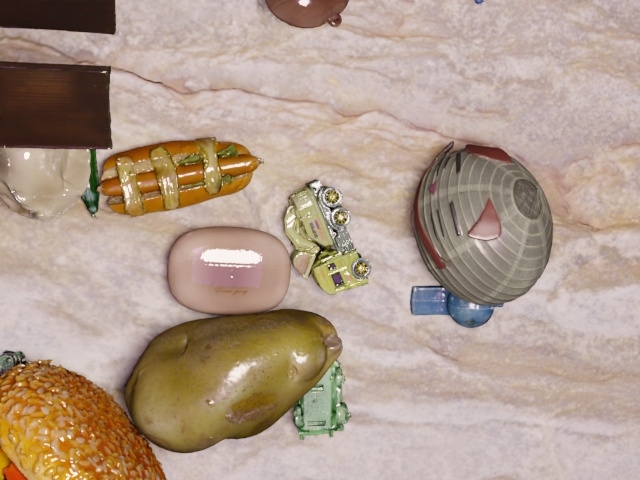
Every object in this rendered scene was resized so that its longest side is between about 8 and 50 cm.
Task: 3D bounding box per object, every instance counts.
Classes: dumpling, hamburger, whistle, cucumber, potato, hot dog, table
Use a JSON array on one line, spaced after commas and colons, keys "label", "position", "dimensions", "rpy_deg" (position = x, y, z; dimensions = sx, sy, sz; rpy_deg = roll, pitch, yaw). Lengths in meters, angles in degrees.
[{"label": "dumpling", "position": [-0.445, -0.149, 1.426], "dimensions": [0.172, 0.142, 0.247], "rpy_deg": [-35, 87, -25]}, {"label": "hamburger", "position": [-0.398, 0.349, 1.398], "dimensions": [0.250, 0.330, 0.330], "rpy_deg": [-40, 103, -3]}, {"label": "whistle", "position": [0.240, 0.109, 1.607], "dimensions": [0.158, 0.090, 0.090], "rpy_deg": [-1, 98, -11]}, {"label": "cucumber", "position": [-0.371, -0.110, 1.485], "dimensions": [0.037, 0.037, 0.155], "rpy_deg": [-5, 98, -10]}, {"label": "potato", "position": [-0.135, 0.207, 1.470], "dimensions": [0.351, 0.218, 0.202], "rpy_deg": [-20, 74, 3]}, {"label": "hot dog", "position": [-0.224, -0.106, 1.497], "dimensions": [0.270, 0.072, 0.109], "rpy_deg": [-11, 102, -8]}, {"label": "table", "position": [-0.433, -0.281, 1.316], "dimensions": [0.282, 0.196, 0.250], "rpy_deg": [1, 58, -11]}]

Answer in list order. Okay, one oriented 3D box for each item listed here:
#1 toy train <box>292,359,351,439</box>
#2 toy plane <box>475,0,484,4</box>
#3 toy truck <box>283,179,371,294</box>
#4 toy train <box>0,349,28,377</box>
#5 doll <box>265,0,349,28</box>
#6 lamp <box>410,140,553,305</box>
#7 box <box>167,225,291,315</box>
[{"label": "toy train", "position": [-0.004, 0.271, 1.590], "dimensions": [0.099, 0.081, 0.149], "rpy_deg": [-4, 93, -10]}, {"label": "toy plane", "position": [0.298, -0.432, 1.566], "dimensions": [0.167, 0.054, 0.062], "rpy_deg": [-14, 125, -8]}, {"label": "toy truck", "position": [0.000, 0.000, 1.545], "dimensions": [0.116, 0.085, 0.191], "rpy_deg": [-23, 100, -6]}, {"label": "toy train", "position": [-0.531, 0.235, 1.501], "dimensions": [0.148, 0.038, 0.071], "rpy_deg": [-31, 102, -4]}, {"label": "doll", "position": [-0.028, -0.419, 1.488], "dimensions": [0.145, 0.096, 0.188], "rpy_deg": [-14, 75, -23]}, {"label": "lamp", "position": [0.265, -0.030, 1.514], "dimensions": [0.233, 0.233, 0.265], "rpy_deg": [3, 63, -11]}, {"label": "box", "position": [-0.148, 0.050, 1.522], "dimensions": [0.200, 0.088, 0.145], "rpy_deg": [3, 98, -12]}]
